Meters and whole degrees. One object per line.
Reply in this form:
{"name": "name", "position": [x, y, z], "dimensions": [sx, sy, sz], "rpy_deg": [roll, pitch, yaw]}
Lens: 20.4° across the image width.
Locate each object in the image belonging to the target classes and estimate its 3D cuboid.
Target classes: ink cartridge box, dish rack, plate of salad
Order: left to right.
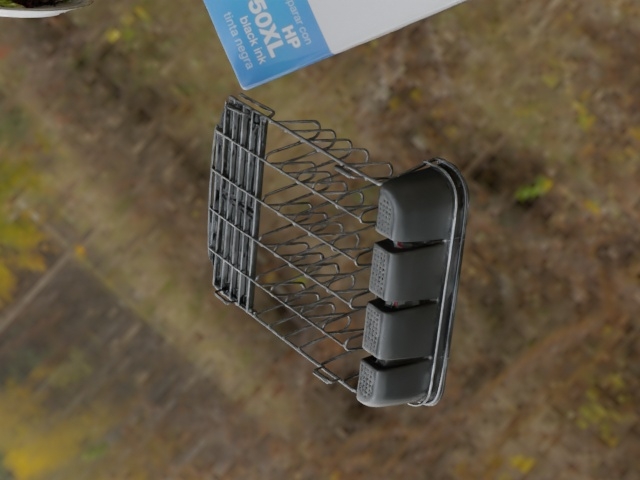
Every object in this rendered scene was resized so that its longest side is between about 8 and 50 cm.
{"name": "plate of salad", "position": [-0.360, -0.294, 2.044], "dimensions": [0.200, 0.048, 0.200], "rpy_deg": [7, -162, -2]}
{"name": "dish rack", "position": [0.000, 0.000, 1.453], "dimensions": [0.271, 0.074, 0.208], "rpy_deg": [33, 124, 46]}
{"name": "ink cartridge box", "position": [0.113, -0.295, 1.572], "dimensions": [0.166, 0.395, 0.285], "rpy_deg": [67, -157, -7]}
